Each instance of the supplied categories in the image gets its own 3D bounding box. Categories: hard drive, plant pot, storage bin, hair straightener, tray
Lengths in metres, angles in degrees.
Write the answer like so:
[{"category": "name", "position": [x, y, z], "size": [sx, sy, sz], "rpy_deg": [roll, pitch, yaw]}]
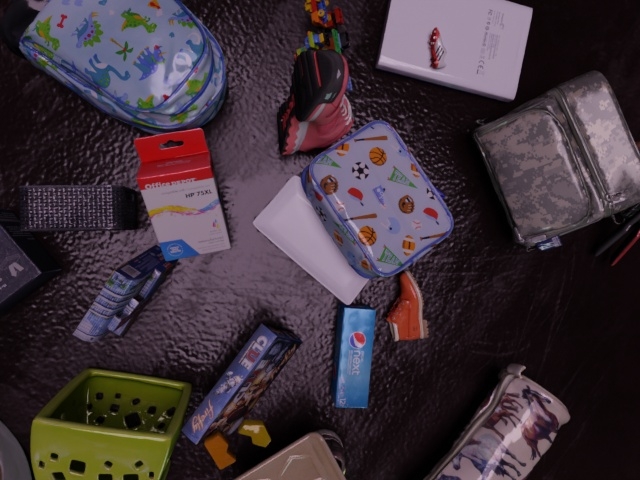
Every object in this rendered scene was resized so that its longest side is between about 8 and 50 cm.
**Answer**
[{"category": "hard drive", "position": [0.296, -0.448, 1.001], "size": [0.318, 0.040, 0.210], "rpy_deg": [11, 90, -8]}, {"category": "plant pot", "position": [-0.385, 0.389, 0.844], "size": [0.228, 0.227, 0.207], "rpy_deg": [12, 95, -7]}, {"category": "storage bin", "position": [-0.459, -0.059, 0.868], "size": [0.180, 0.122, 0.084], "rpy_deg": [-1, 91, -8]}, {"category": "hair straightener", "position": [0.680, -0.048, 1.000], "size": [0.089, 0.230, 0.047], "rpy_deg": [31, 43, 13]}, {"category": "tray", "position": [0.000, 0.000, 0.972], "size": [0.270, 0.030, 0.145], "rpy_deg": [41, 79, -7]}]

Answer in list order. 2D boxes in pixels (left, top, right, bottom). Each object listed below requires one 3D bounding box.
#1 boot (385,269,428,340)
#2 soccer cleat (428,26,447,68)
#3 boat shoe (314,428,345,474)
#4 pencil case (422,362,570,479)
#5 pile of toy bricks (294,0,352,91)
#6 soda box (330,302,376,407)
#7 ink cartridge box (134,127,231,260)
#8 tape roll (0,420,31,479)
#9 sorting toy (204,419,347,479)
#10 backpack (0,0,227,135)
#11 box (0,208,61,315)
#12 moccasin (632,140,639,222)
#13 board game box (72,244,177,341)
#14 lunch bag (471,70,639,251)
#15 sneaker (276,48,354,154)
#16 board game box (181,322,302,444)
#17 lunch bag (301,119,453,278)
[{"category": "boot", "position": [0.182, 0.146, 0.995], "size": [0.084, 0.059, 0.158], "rpy_deg": [-10, 94, -2]}, {"category": "soccer cleat", "position": [0.251, -0.408, 0.962], "size": [0.035, 0.029, 0.083], "rpy_deg": [-6, 96, -16]}, {"category": "boat shoe", "position": [-0.061, 0.556, 0.950], "size": [0.116, 0.097, 0.324], "rpy_deg": [39, 86, -8]}, {"category": "pencil case", "position": [0.351, 0.466, 0.973], "size": [0.183, 0.160, 0.410], "rpy_deg": [40, 86, -21]}, {"category": "pile of toy bricks", "position": [-0.008, -0.387, 0.938], "size": [0.105, 0.118, 0.212], "rpy_deg": [-10, 87, 31]}, {"category": "soda box", "position": [0.069, 0.245, 0.975], "size": [0.071, 0.067, 0.210], "rpy_deg": [5, 91, -8]}, {"category": "ink cartridge box", "position": [-0.261, -0.084, 0.865], "size": [0.134, 0.078, 0.231], "rpy_deg": [-12, 124, -7]}, {"category": "tape roll", "position": [-0.648, 0.416, 0.775], "size": [0.100, 0.286, 0.286], "rpy_deg": [-36, 96, -5]}, {"category": "sorting toy", "position": [-0.079, 0.459, 0.864], "size": [0.229, 0.041, 0.307], "rpy_deg": [-27, 102, -6]}, {"category": "backpack", "position": [-0.341, -0.349, 0.833], "size": [0.355, 0.273, 0.290], "rpy_deg": [43, 79, -20]}, {"category": "box", "position": [-0.626, 0.046, 0.863], "size": [0.156, 0.093, 0.158], "rpy_deg": [-38, 95, -5]}, {"category": "moccasin", "position": [0.817, -0.091, 1.033], "size": [0.380, 0.139, 0.147], "rpy_deg": [37, 60, -8]}, {"category": "board game box", "position": [-0.379, 0.121, 0.872], "size": [0.060, 0.194, 0.194], "rpy_deg": [35, 101, -6]}, {"category": "lunch bag", "position": [0.489, -0.159, 0.960], "size": [0.256, 0.212, 0.305], "rpy_deg": [-24, 94, 10]}, {"category": "sneaker", "position": [0.009, -0.253, 0.843], "size": [0.136, 0.314, 0.116], "rpy_deg": [-4, 82, -18]}, {"category": "board game box", "position": [-0.146, 0.281, 0.899], "size": [0.042, 0.165, 0.243], "rpy_deg": [36, 87, 22]}, {"category": "lunch bag", "position": [0.124, -0.080, 0.939], "size": [0.243, 0.115, 0.303], "rpy_deg": [-34, 92, -18]}]
